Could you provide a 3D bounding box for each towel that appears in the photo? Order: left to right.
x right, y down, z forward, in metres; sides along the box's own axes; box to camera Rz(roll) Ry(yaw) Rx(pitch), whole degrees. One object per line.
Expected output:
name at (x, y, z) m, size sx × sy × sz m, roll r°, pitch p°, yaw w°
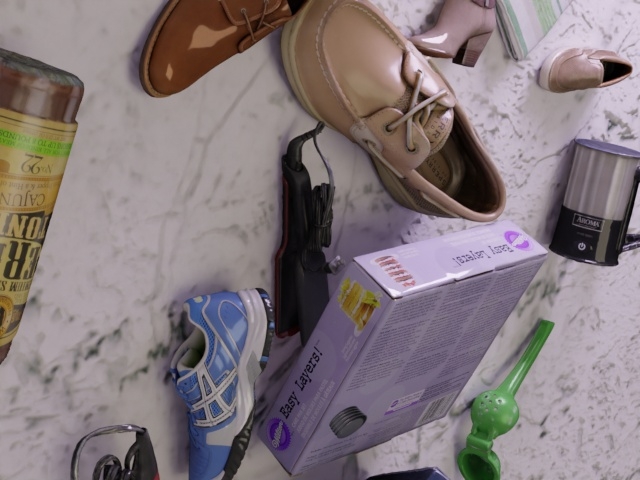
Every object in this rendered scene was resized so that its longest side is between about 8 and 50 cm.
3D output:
towel at (0.235, -0.279, 1.737) m, size 0.152 × 0.023 × 0.113 m, roll -51°, pitch 139°, yaw -22°

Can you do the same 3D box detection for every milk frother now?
milk frother at (0.342, -0.046, 1.915) m, size 0.143 × 0.129 × 0.135 m, roll -85°, pitch -172°, yaw -78°

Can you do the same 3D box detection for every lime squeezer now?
lime squeezer at (0.200, 0.238, 1.916) m, size 0.110 × 0.058 × 0.310 m, roll 9°, pitch 97°, yaw -76°

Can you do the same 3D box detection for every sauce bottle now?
sauce bottle at (-0.274, 0.025, 1.249) m, size 0.111 × 0.111 × 0.344 m, roll 7°, pitch 102°, yaw -49°

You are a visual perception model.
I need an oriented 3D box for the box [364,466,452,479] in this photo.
box at (0.073, 0.476, 1.657) m, size 0.293 × 0.212 × 0.395 m, roll 42°, pitch 71°, yaw -6°

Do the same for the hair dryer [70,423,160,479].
hair dryer at (-0.154, 0.287, 1.490) m, size 0.224 × 0.080 × 0.293 m, roll -53°, pitch 144°, yaw 13°

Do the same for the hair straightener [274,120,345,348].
hair straightener at (0.000, 0.000, 1.552) m, size 0.047 × 0.089 × 0.230 m, roll -15°, pitch 117°, yaw -41°

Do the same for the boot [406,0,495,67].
boot at (0.133, -0.224, 1.637) m, size 0.118 × 0.042 × 0.087 m, roll 8°, pitch 95°, yaw -50°

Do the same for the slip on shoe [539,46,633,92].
slip on shoe at (0.299, -0.190, 1.828) m, size 0.135 × 0.041 × 0.051 m, roll -8°, pitch 113°, yaw -46°

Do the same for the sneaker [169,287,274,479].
sneaker at (-0.104, 0.139, 1.529) m, size 0.081 × 0.080 × 0.211 m, roll 4°, pitch 108°, yaw -21°

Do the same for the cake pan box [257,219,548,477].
cake pan box at (0.088, 0.104, 1.639) m, size 0.267 × 0.070 × 0.246 m, roll -14°, pitch 143°, yaw -45°

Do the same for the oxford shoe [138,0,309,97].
oxford shoe at (-0.070, -0.196, 1.399) m, size 0.212 × 0.076 × 0.076 m, roll -46°, pitch 137°, yaw -21°

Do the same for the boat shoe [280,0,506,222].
boat shoe at (0.083, -0.129, 1.566) m, size 0.122 × 0.110 × 0.341 m, roll -58°, pitch 139°, yaw -10°
